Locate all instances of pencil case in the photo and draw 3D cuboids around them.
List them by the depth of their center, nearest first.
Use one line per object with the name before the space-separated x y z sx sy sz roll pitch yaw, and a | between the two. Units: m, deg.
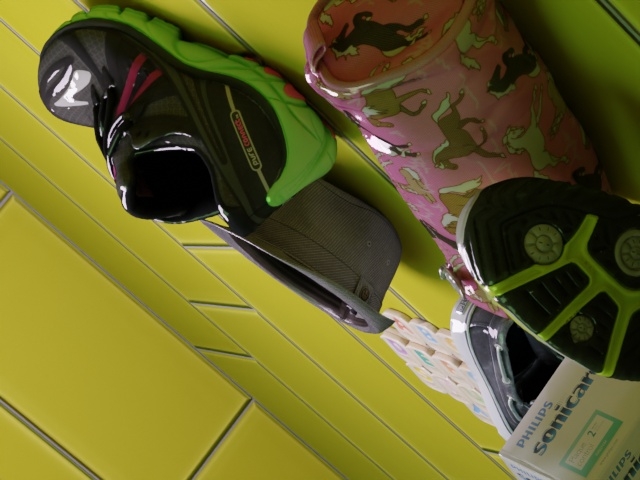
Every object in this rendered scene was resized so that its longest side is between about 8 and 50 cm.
pencil case | 0.128 -0.083 1.537 0.160 0.167 0.386 20 157 40

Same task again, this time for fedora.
fedora | 0.000 0.000 2.176 0.275 0.124 0.243 38 170 -37

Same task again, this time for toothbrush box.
toothbrush box | 0.345 0.234 1.908 0.126 0.216 0.295 22 158 44

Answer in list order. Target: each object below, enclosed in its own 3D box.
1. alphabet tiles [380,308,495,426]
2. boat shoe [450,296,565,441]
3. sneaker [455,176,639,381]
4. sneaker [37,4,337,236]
alphabet tiles | 0.207 0.198 2.505 0.284 0.021 0.278 20 157 51
boat shoe | 0.260 0.173 2.156 0.102 0.108 0.301 24 153 46
sneaker | 0.273 0.056 1.522 0.384 0.145 0.147 23 175 -19
sneaker | -0.198 -0.134 2.076 0.483 0.202 0.185 21 158 46
